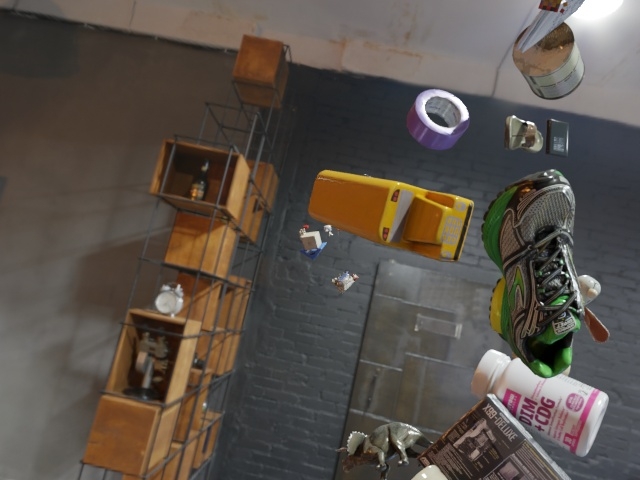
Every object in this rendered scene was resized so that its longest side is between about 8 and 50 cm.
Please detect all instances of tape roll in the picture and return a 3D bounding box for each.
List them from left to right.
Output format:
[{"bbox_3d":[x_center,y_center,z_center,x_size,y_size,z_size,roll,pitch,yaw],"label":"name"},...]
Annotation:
[{"bbox_3d":[0.382,-0.394,1.591,0.189,0.188,0.080,14,-28,-8],"label":"tape roll"}]

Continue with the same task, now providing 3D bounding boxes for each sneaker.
[{"bbox_3d":[0.331,0.055,0.710,0.134,0.343,0.146,-18,31,-1],"label":"sneaker"}]

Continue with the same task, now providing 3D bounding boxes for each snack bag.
[{"bbox_3d":[0.752,-0.740,1.419,0.037,0.323,0.342,48,-21,12],"label":"snack bag"}]

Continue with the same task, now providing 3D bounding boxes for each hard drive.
[{"bbox_3d":[0.922,-0.397,1.897,0.094,0.135,0.022,5,-3,-19],"label":"hard drive"}]

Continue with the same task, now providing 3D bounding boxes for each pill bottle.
[{"bbox_3d":[0.537,0.392,1.215,0.283,0.160,0.160,21,-3,38],"label":"pill bottle"}]

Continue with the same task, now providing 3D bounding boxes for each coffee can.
[{"bbox_3d":[0.842,-0.656,1.789,0.202,0.201,0.275,6,0,35],"label":"coffee can"}]

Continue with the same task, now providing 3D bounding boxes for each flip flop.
[{"bbox_3d":[0.691,-0.349,1.630,0.277,0.112,0.080,3,1,-43],"label":"flip flop"}]

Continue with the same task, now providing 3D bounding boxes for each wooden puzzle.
[{"bbox_3d":[0.592,-0.615,1.249,0.083,0.049,0.006,18,26,13],"label":"wooden puzzle"}]

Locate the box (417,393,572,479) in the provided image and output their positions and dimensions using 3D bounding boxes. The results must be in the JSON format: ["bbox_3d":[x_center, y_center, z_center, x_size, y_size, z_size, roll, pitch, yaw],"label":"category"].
[{"bbox_3d":[0.411,0.551,1.115,0.307,0.242,0.076,49,12,33],"label":"box"}]

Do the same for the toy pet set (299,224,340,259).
[{"bbox_3d":[0.000,0.000,1.307,0.122,0.065,0.114,-7,19,22],"label":"toy pet set"}]

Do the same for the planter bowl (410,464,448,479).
[{"bbox_3d":[0.238,0.589,1.051,0.109,0.162,0.162,36,8,40],"label":"planter bowl"}]

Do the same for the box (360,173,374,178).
[{"bbox_3d":[0.200,-0.113,1.825,0.175,0.220,0.051,21,-12,-19],"label":"box"}]

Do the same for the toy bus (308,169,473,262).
[{"bbox_3d":[0.109,-0.053,0.866,0.130,0.108,0.333,13,6,-28],"label":"toy bus"}]

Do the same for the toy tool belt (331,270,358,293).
[{"bbox_3d":[0.069,0.111,1.403,0.051,0.083,0.052,45,-44,4],"label":"toy tool belt"}]

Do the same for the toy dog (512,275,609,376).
[{"bbox_3d":[0.692,0.267,1.392,0.220,0.333,0.161,6,10,3],"label":"toy dog"}]

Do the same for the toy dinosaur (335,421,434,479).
[{"bbox_3d":[0.191,0.559,1.333,0.160,0.314,0.121,-114,179,-56],"label":"toy dinosaur"}]
